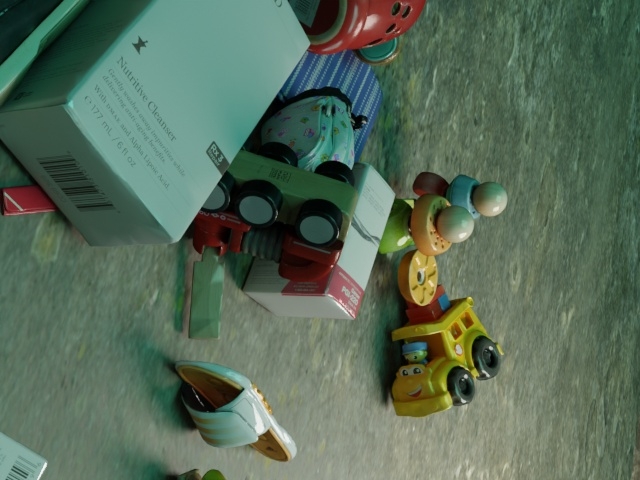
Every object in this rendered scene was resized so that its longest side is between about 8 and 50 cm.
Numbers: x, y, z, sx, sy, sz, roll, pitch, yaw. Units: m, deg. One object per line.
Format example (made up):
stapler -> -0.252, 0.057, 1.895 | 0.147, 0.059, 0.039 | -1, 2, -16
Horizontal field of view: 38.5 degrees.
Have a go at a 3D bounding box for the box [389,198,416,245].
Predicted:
box -> 0.083, -0.028, 1.550 | 0.232, 0.058, 0.087 | -6, 95, -54

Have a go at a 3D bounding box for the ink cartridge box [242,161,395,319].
ink cartridge box -> 0.000, 0.000, 1.353 | 0.092, 0.158, 0.218 | 42, 57, -44

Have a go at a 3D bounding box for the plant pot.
plant pot -> 0.035, -0.364, 1.323 | 0.174, 0.191, 0.191 | -36, 118, -47

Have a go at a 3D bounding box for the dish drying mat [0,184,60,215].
dish drying mat -> -0.326, -0.047, 1.041 | 0.083, 0.008, 0.032 | -10, 97, -53

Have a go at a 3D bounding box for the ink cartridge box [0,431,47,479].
ink cartridge box -> -0.419, 0.284, 0.872 | 0.239, 0.060, 0.275 | 49, 53, -40

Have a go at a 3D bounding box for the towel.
towel -> -0.009, -0.271, 1.455 | 0.336, 0.040, 0.243 | 54, 47, -40

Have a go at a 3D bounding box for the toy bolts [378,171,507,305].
toy bolts -> 0.224, -0.013, 1.558 | 0.228, 0.158, 0.218 | -50, 128, -42

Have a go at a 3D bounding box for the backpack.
backpack -> -0.019, -0.127, 1.305 | 0.115, 0.152, 0.182 | 41, 33, -35

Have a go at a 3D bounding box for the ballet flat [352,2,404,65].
ballet flat -> 0.063, -0.453, 1.483 | 0.124, 0.116, 0.343 | -62, 135, -74

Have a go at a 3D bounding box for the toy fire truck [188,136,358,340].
toy fire truck -> -0.085, 0.012, 1.211 | 0.158, 0.217, 0.246 | -73, 180, -49

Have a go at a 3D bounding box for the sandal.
sandal -> -0.112, 0.256, 1.249 | 0.265, 0.101, 0.076 | 56, 45, -39

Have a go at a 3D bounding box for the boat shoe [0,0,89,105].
boat shoe -> -0.320, -0.253, 0.965 | 0.113, 0.127, 0.340 | 39, 56, -17

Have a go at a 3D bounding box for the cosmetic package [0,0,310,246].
cosmetic package -> -0.187, -0.199, 1.102 | 0.217, 0.156, 0.385 | 56, 48, -35

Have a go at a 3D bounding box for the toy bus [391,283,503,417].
toy bus -> 0.202, 0.185, 1.652 | 0.220, 0.149, 0.212 | -34, 104, -45

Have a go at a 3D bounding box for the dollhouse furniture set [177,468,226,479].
dollhouse furniture set -> -0.178, 0.452, 1.079 | 0.286, 0.198, 0.304 | -6, 94, -53
